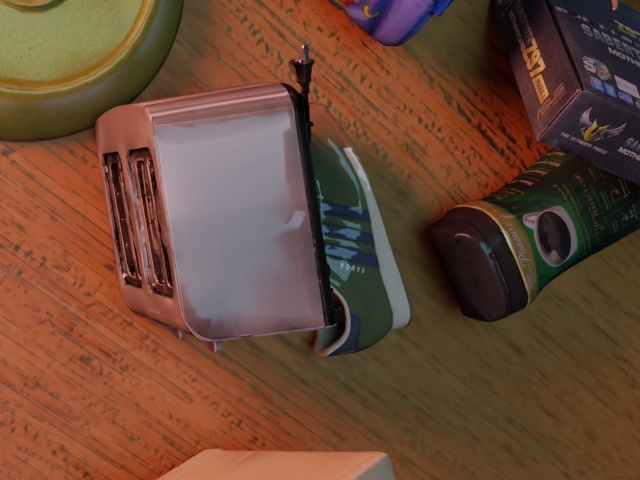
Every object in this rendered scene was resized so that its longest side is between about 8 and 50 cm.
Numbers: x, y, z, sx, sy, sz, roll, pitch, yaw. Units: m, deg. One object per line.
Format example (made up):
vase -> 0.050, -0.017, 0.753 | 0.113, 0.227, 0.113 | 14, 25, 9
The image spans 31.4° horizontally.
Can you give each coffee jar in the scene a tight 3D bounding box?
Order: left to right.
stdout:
coffee jar -> 0.178, -0.013, 0.929 | 0.184, 0.079, 0.096 | -31, 107, -22

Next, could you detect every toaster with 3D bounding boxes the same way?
toaster -> -0.072, -0.024, 0.764 | 0.110, 0.168, 0.185 | -11, 97, -23

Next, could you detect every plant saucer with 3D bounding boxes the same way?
plant saucer -> -0.202, -0.188, 0.771 | 0.241, 0.037, 0.241 | -1, 92, -24

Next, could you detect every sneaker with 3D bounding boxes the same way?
sneaker -> 0.000, 0.000, 0.854 | 0.086, 0.064, 0.192 | -30, 107, -26

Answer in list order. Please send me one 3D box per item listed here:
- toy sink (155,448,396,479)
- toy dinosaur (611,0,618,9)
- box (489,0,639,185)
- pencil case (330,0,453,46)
toy sink -> -0.059, 0.235, 0.787 | 0.131, 0.234, 0.153 | -24, 102, -52
toy dinosaur -> 0.230, -0.234, 0.910 | 0.211, 0.112, 0.064 | -16, 139, -60
box -> 0.258, -0.118, 0.917 | 0.233, 0.183, 0.059 | 21, 128, -24
pencil case -> -0.017, -0.258, 0.803 | 0.306, 0.133, 0.119 | 33, 100, -21
